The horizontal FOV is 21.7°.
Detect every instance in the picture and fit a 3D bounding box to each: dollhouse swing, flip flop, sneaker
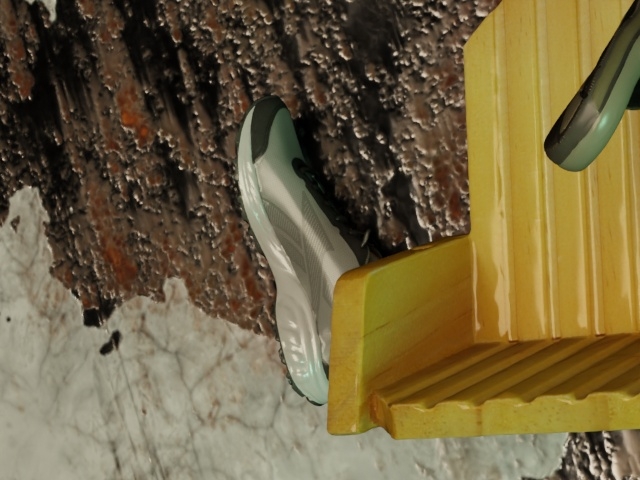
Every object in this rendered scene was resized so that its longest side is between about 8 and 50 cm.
[{"bbox_3d":[0.197,-0.044,1.210,0.347,0.315,0.305,-6,95,33],"label":"dollhouse swing"},{"bbox_3d":[0.242,-0.134,1.149,0.080,0.277,0.112,32,141,6],"label":"flip flop"},{"bbox_3d":[0.000,0.000,1.440,0.108,0.100,0.271,-20,80,16],"label":"sneaker"}]
